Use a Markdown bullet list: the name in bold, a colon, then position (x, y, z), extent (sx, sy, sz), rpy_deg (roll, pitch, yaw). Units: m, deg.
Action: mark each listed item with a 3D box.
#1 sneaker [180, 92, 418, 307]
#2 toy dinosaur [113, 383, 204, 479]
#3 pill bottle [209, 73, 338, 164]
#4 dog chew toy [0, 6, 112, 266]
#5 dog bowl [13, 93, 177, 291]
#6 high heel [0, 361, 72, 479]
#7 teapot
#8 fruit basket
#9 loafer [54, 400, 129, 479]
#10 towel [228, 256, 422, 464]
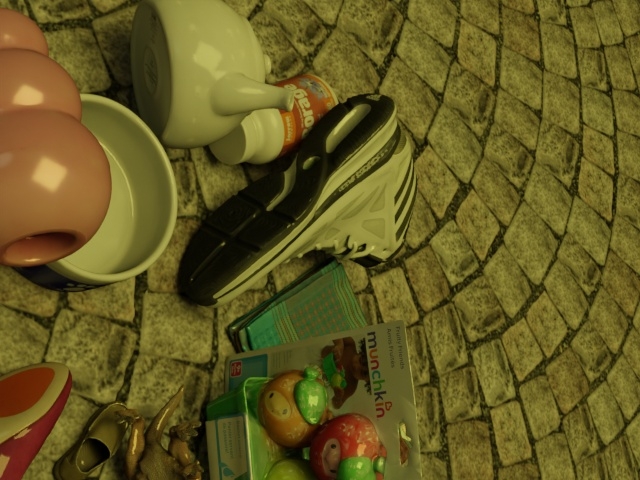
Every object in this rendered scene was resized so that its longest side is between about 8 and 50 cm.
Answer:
- **sneaker**: position (0.001, 0.000, 1.954), extent (0.447, 0.169, 0.257), rpy_deg (-43, 128, -17)
- **toy dinosaur**: position (-0.219, 0.349, 1.696), extent (0.127, 0.200, 0.296), rpy_deg (-5, 47, -7)
- **pill bottle**: position (-0.078, -0.191, 1.999), extent (0.216, 0.121, 0.121), rpy_deg (-24, 95, -45)
- **dog chew toy**: position (-0.378, -0.140, 1.520), extent (0.206, 0.206, 0.332), rpy_deg (1, 65, -44)
- **dog bowl**: position (-0.334, -0.064, 1.725), extent (0.265, 0.104, 0.265), rpy_deg (15, 68, -40)
- **high heel**: position (-0.423, 0.316, 1.555), extent (0.377, 0.127, 0.181), rpy_deg (-47, 140, -46)
- **teapot**: position (-0.166, -0.258, 1.836), extent (0.187, 0.252, 0.256), rpy_deg (-8, 75, -24)
- **fruit basket**: position (-0.010, 0.298, 1.754), extent (0.165, 0.353, 0.327), rpy_deg (5, 75, -44)
- **loafer**: position (-0.301, 0.277, 1.692), extent (0.056, 0.050, 0.148), rpy_deg (52, 49, -20)
- **towel**: position (0.022, 0.240, 2.025), extent (0.271, 0.040, 0.370), rpy_deg (-35, 103, -43)
